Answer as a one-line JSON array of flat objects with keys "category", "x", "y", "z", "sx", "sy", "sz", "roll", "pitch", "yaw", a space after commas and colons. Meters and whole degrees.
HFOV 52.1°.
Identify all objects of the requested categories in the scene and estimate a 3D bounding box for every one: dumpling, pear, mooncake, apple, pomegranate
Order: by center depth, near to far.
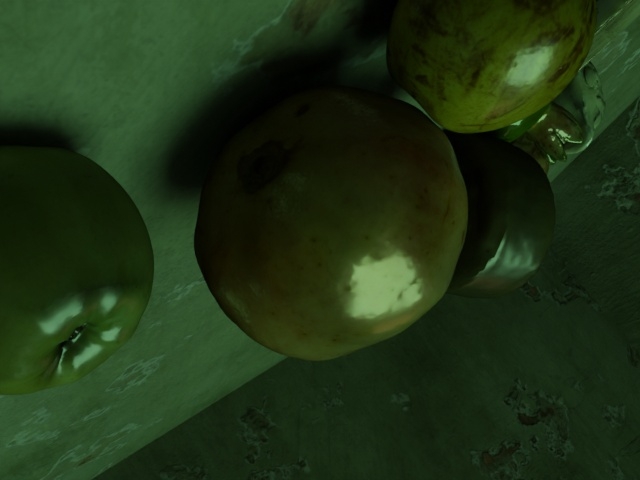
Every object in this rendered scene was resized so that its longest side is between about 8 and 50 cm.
[{"category": "apple", "x": -0.311, "y": 0.027, "z": 0.701, "sx": 0.262, "sy": 0.262, "sz": 0.262, "roll": -33, "pitch": 165, "yaw": -10}, {"category": "pear", "x": 0.225, "y": -0.280, "z": 0.883, "sx": 0.280, "sy": 0.281, "sz": 0.281, "roll": -33, "pitch": 165, "yaw": -10}, {"category": "pomegranate", "x": 0.023, "y": -0.029, "z": 0.973, "sx": 0.411, "sy": 0.411, "sz": 0.411, "roll": -33, "pitch": 165, "yaw": -10}, {"category": "mooncake", "x": 0.237, "y": -0.044, "z": 1.109, "sx": 0.155, "sy": 0.284, "sz": 0.284, "roll": 5, "pitch": 142, "yaw": -35}, {"category": "pomegranate", "x": 0.348, "y": -0.257, "z": 1.180, "sx": 0.236, "sy": 0.301, "sz": 0.236, "roll": -53, "pitch": -175, "yaw": 6}, {"category": "dumpling", "x": 0.591, "y": -0.343, "z": 1.651, "sx": 0.243, "sy": 0.187, "sz": 0.318, "roll": -33, "pitch": -147, "yaw": 50}]

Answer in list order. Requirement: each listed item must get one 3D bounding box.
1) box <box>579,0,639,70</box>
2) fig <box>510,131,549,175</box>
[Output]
[{"category": "box", "x": 0.590, "y": -0.475, "z": 1.428, "sx": 0.212, "sy": 0.095, "sz": 0.168, "roll": -44, "pitch": 164, "yaw": 26}, {"category": "fig", "x": 0.371, "y": -0.211, "z": 1.608, "sx": 0.368, "sy": 0.286, "sz": 0.286, "roll": 10, "pitch": 141, "yaw": -26}]
